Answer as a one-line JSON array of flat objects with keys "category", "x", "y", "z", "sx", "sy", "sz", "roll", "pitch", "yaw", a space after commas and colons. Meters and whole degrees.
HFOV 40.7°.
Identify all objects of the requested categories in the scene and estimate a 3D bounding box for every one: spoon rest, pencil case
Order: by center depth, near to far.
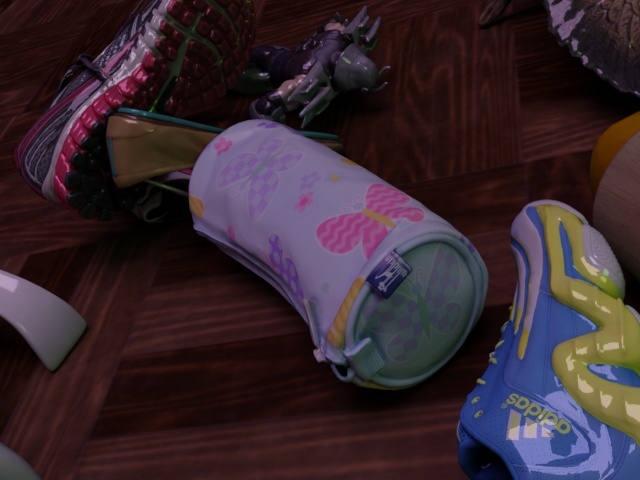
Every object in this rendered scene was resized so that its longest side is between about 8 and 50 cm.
[{"category": "pencil case", "x": 0.000, "y": 0.000, "z": 0.644, "sx": 0.124, "sy": 0.113, "sz": 0.273, "roll": -49, "pitch": 39, "yaw": -1}, {"category": "spoon rest", "x": -0.342, "y": 0.061, "z": 0.775, "sx": 0.276, "sy": 0.084, "sz": 0.137, "roll": 0, "pitch": 41, "yaw": 27}]

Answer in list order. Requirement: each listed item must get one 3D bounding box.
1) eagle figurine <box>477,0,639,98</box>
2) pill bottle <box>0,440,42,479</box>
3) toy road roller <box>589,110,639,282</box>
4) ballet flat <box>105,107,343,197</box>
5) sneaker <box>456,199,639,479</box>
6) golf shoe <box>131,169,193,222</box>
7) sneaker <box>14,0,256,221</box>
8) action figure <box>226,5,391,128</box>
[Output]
[{"category": "eagle figurine", "x": 0.283, "y": -0.275, "z": 0.785, "sx": 0.225, "sy": 0.226, "sz": 0.298, "roll": -8, "pitch": 28, "yaw": -14}, {"category": "pill bottle", "x": -0.331, "y": 0.162, "z": 0.549, "sx": 0.334, "sy": 0.188, "sz": 0.188, "roll": 15, "pitch": 50, "yaw": 41}, {"category": "toy road roller", "x": 0.321, "y": -0.097, "z": 0.483, "sx": 0.329, "sy": 0.240, "sz": 0.202, "roll": -26, "pitch": 35, "yaw": -5}, {"category": "ballet flat", "x": -0.083, "y": -0.070, "z": 0.776, "sx": 0.232, "sy": 0.073, "sz": 0.080, "roll": 2, "pitch": 5, "yaw": -33}, {"category": "sneaker", "x": 0.126, "y": 0.069, "z": 0.505, "sx": 0.126, "sy": 0.091, "sz": 0.240, "roll": -20, "pitch": 37, "yaw": 5}, {"category": "golf shoe", "x": -0.170, "y": -0.056, "z": 0.844, "sx": 0.186, "sy": 0.067, "sz": 0.086, "roll": -2, "pitch": 42, "yaw": 26}, {"category": "sneaker", "x": -0.170, "y": -0.161, "z": 0.808, "sx": 0.112, "sy": 0.121, "sz": 0.299, "roll": 21, "pitch": 64, "yaw": 34}, {"category": "action figure", "x": -0.049, "y": -0.180, "z": 0.922, "sx": 0.285, "sy": 0.099, "sz": 0.185, "roll": 12, "pitch": 41, "yaw": 33}]
